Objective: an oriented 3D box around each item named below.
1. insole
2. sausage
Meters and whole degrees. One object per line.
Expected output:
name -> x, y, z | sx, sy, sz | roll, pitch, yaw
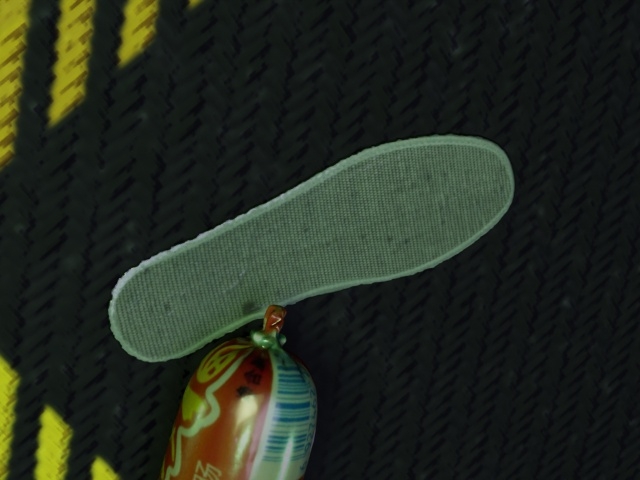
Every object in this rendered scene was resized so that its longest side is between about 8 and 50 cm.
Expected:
insole -> 0.000, 0.000, 0.748 | 0.232, 0.003, 0.080 | -21, 119, -18
sausage -> -0.054, 0.156, 0.745 | 0.083, 0.083, 0.264 | 9, 105, -30
